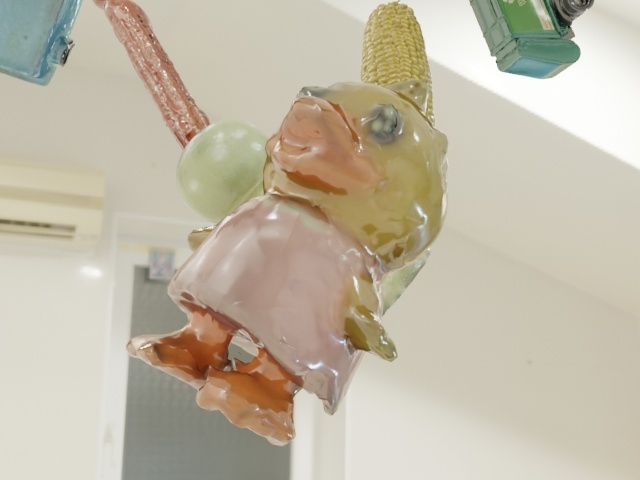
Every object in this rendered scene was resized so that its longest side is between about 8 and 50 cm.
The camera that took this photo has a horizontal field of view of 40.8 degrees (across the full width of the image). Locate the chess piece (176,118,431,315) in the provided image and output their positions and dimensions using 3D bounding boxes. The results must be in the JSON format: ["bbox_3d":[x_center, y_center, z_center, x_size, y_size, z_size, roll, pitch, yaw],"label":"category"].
[{"bbox_3d":[-0.030,-0.020,0.858,0.251,0.144,0.144,41,-16,0],"label":"chess piece"}]

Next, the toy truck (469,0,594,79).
[{"bbox_3d":[0.260,-0.333,1.111,0.124,0.253,0.114,-23,-1,-10],"label":"toy truck"}]

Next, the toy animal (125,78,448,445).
[{"bbox_3d":[0.003,-0.001,0.626,0.195,0.281,0.169,25,-3,32],"label":"toy animal"}]

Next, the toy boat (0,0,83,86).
[{"bbox_3d":[-0.243,-0.261,0.758,0.109,0.237,0.098,18,17,-9],"label":"toy boat"}]

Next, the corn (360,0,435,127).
[{"bbox_3d":[0.091,-0.187,1.044,0.091,0.260,0.091,-19,-39,28],"label":"corn"}]

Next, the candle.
[{"bbox_3d":[-0.206,-0.221,1.041,0.051,0.329,0.048,-21,-29,-22],"label":"candle"}]
